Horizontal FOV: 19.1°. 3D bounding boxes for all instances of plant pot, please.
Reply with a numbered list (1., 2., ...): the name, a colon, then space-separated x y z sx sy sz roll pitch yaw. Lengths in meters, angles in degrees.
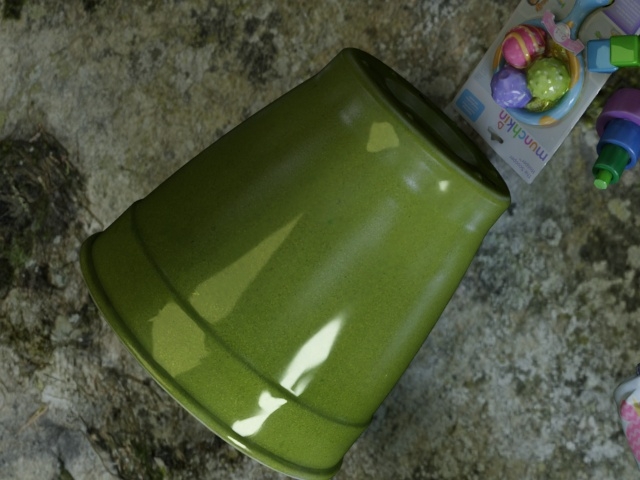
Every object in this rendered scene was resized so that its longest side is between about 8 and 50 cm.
1. plant pot: 0.000 0.000 1.991 0.353 0.366 0.366 -47 63 14

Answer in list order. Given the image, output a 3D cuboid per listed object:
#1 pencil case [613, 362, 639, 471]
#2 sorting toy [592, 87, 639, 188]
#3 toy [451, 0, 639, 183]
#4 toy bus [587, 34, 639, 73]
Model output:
1. pencil case: 0.379 0.238 1.806 0.124 0.113 0.273 -24 74 19
2. sorting toy: 0.409 -0.072 1.769 0.365 0.127 0.126 5 50 36
3. toy: 0.230 -0.193 1.977 0.137 0.056 0.237 49 116 28
4. toy bus: 0.368 -0.212 1.790 0.202 0.191 0.104 -2 88 37
